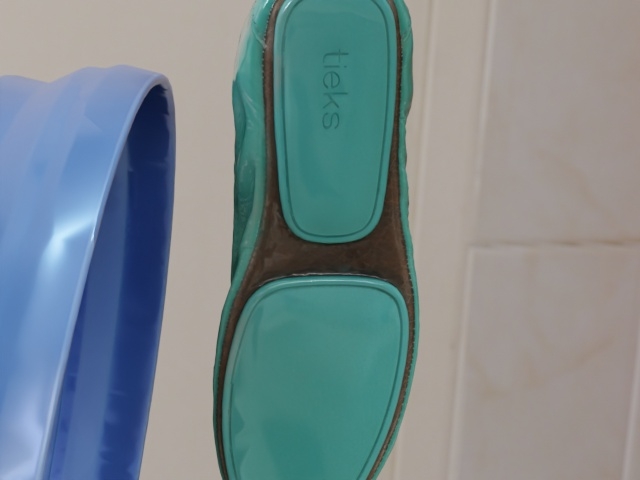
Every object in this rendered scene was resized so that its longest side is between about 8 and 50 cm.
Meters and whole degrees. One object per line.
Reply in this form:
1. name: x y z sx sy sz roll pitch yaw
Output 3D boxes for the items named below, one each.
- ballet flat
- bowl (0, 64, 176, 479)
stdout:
1. ballet flat: 0.000 0.000 0.694 0.083 0.247 0.087 3 19 -4
2. bowl: -0.134 0.112 0.742 0.077 0.391 0.391 9 13 0
